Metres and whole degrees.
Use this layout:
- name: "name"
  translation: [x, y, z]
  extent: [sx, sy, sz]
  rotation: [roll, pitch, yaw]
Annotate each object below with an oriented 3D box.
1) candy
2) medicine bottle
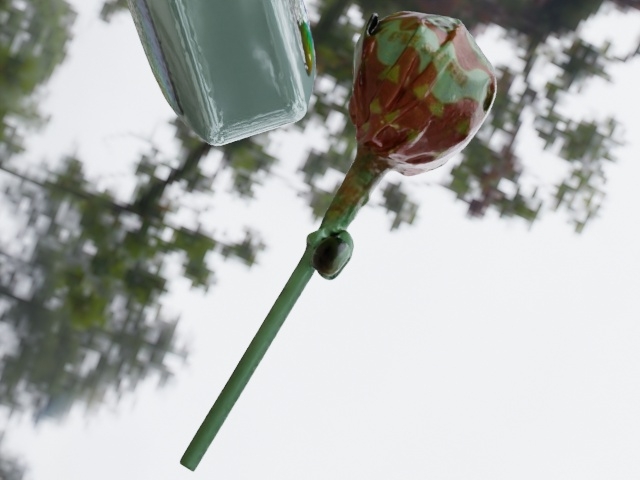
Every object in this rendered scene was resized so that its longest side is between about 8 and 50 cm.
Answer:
- name: "candy"
  translation: [-0.001, -0.001, 0.934]
  extent: [0.288, 0.084, 0.078]
  rotation: [-57, 180, -5]
- name: "medicine bottle"
  translation: [-0.062, -0.158, 0.750]
  extent: [0.229, 0.083, 0.121]
  rotation: [73, -1, -50]
